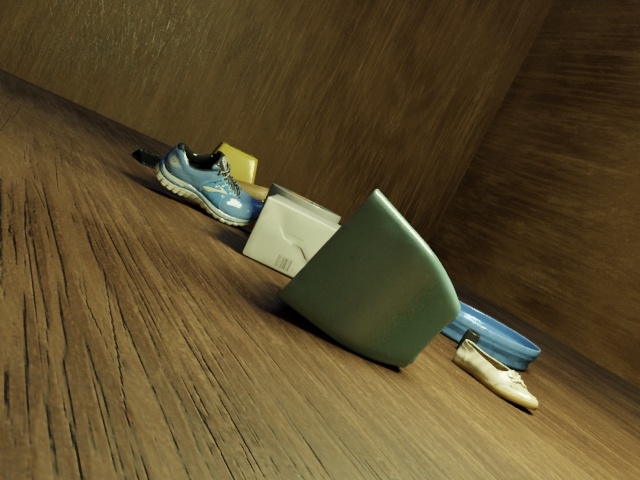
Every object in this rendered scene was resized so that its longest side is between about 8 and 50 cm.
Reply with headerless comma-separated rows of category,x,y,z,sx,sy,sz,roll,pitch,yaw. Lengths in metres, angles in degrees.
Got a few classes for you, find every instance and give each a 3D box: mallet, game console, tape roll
mallet,0.395,0.294,1.489,0.039,0.062,0.190,22,22,-27
game console,-0.602,-0.272,2.172,0.122,0.071,0.107,23,-23,-40
tape roll,-0.054,-0.084,1.731,0.219,0.072,0.219,27,5,-2

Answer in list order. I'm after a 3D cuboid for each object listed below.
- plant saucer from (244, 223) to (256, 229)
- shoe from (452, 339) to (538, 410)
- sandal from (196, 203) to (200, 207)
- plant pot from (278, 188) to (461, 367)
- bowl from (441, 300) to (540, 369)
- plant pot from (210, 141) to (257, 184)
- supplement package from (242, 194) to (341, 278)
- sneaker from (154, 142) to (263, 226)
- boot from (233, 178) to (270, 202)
plant saucer,-0.207,-0.075,1.998,0.259,0.048,0.258,20,8,-43
shoe,0.376,0.286,1.307,0.076,0.058,0.219,21,8,-43
sandal,-0.323,-0.103,1.776,0.179,0.040,0.067,35,23,-19
plant pot,0.113,0.084,1.114,0.252,0.248,0.247,43,7,4
bowl,0.451,0.259,1.807,0.391,0.077,0.391,27,6,-3
plant pot,-0.347,-0.261,2.327,0.212,0.187,0.212,26,6,-15
supplement package,-0.062,-0.004,1.482,0.194,0.149,0.203,26,6,-2
sneaker,-0.283,-0.156,1.688,0.330,0.147,0.130,29,26,-28
boot,-0.294,-0.162,1.877,0.269,0.089,0.236,18,15,1
